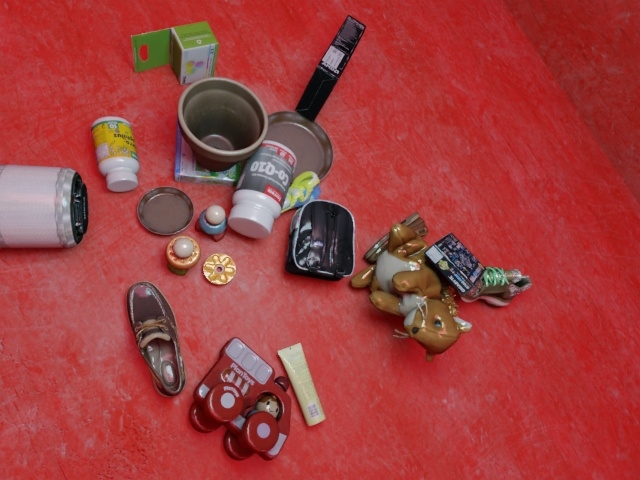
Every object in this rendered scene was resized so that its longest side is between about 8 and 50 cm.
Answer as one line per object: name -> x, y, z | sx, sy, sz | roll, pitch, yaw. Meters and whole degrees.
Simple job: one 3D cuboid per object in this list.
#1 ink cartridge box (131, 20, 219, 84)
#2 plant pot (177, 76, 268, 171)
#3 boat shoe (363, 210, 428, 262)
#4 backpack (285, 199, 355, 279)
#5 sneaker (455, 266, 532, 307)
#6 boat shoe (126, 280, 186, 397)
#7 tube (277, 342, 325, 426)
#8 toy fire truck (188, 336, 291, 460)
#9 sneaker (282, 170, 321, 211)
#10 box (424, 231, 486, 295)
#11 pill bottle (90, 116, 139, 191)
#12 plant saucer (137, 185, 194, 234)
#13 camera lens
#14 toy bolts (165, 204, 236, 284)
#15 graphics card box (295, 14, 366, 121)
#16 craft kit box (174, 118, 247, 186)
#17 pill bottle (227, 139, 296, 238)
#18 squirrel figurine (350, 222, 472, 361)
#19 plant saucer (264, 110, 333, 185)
ink cartridge box -> -0.491, -0.620, 1.433 | 0.255, 0.189, 0.097 | -27, 84, -25
plant pot -> -0.316, -0.331, 1.316 | 0.262, 0.229, 0.263 | 7, 70, -20
boat shoe -> 0.293, 0.004, 1.558 | 0.307, 0.111, 0.104 | -35, 86, -27
backpack -> 0.000, 0.000, 1.402 | 0.225, 0.191, 0.254 | 11, 76, -20
sneaker -> 0.632, 0.136, 1.551 | 0.410, 0.182, 0.158 | 12, 55, -38
boat shoe -> -0.454, 0.267, 1.174 | 0.123, 0.123, 0.342 | -14, 78, -25
tube -> -0.054, 0.444, 1.306 | 0.062, 0.070, 0.240 | -23, 77, 4
toy fire truck -> -0.202, 0.452, 1.199 | 0.302, 0.169, 0.254 | 41, 44, -5
sneaker -> -0.094, -0.132, 1.471 | 0.240, 0.126, 0.091 | -33, 51, 2
box -> 0.440, 0.067, 1.362 | 0.175, 0.051, 0.220 | 49, 30, 12
pill bottle -> -0.626, -0.262, 1.296 | 0.117, 0.117, 0.209 | -11, 75, -24
plant saucer -> -0.486, -0.091, 1.333 | 0.168, 0.029, 0.169 | 6, 68, -13
camera lens -> -0.779, -0.089, 1.119 | 0.274, 0.219, 0.220 | 0, 72, -21
toy bolts -> -0.336, 0.007, 1.289 | 0.218, 0.158, 0.229 | 25, 65, -11
graphics card box -> 0.040, -0.653, 1.598 | 0.094, 0.233, 0.371 | 29, 57, -11
craft kit box -> -0.369, -0.313, 1.449 | 0.246, 0.061, 0.250 | 3, 71, -17
pill bottle -> -0.186, -0.161, 1.349 | 0.161, 0.161, 0.284 | 21, 65, -13
squirrel figurine -> 0.349, 0.198, 1.384 | 0.396, 0.281, 0.371 | 20, 29, -42
plant saucer -> -0.103, -0.333, 1.559 | 0.310, 0.050, 0.311 | 7, 69, -19
